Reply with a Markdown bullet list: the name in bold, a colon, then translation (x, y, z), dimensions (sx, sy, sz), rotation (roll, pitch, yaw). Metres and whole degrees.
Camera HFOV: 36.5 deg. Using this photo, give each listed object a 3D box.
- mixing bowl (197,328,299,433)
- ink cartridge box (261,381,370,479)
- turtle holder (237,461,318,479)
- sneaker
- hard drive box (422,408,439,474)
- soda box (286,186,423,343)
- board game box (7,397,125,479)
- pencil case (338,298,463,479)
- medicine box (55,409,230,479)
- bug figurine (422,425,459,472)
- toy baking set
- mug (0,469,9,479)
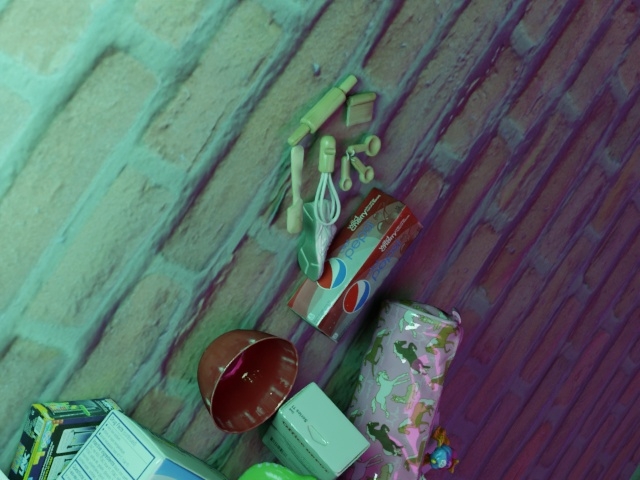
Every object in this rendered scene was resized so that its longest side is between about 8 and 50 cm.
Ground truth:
- **mixing bowl**: translation (-0.135, 0.215, 1.596), dimensions (0.181, 0.098, 0.181), rotation (-27, 132, -34)
- **ink cartridge box**: translation (-0.012, 0.357, 1.720), dimensions (0.087, 0.153, 0.208), rotation (-38, 169, -25)
- **turtle holder**: translation (-0.133, 0.543, 1.686), dimensions (0.320, 0.227, 0.243), rotation (-42, 158, -26)
- **sneaker**: translation (0.000, 0.000, 1.631), dimensions (0.061, 0.053, 0.152), rotation (-24, 131, -39)
- **hard drive box**: translation (0.142, 0.457, 2.071), dimensions (0.232, 0.089, 0.181), rotation (-27, 133, -32)
- **soda box**: translation (0.061, 0.043, 1.702), dimensions (0.263, 0.083, 0.092), rotation (-53, 143, -6)
- **board game box**: translation (-0.382, 0.320, 1.444), dimensions (0.141, 0.048, 0.170), rotation (5, 112, -51)
- **pencil case**: translation (0.152, 0.300, 1.857), dimensions (0.167, 0.160, 0.386), rotation (14, 91, -32)
- **medicine box**: translation (-0.283, 0.446, 1.456), dimensions (0.289, 0.149, 0.263), rotation (-51, 136, -7)
- **bug figurine**: translation (0.213, 0.504, 1.992), dimensions (0.279, 0.072, 0.216), rotation (-63, 165, 14)
- **toy baking set**: translation (0.021, -0.133, 1.547), dimensions (0.256, 0.030, 0.197), rotation (-45, 131, -27)
- **mug**: translation (-0.527, 0.437, 1.223), dimensions (0.328, 0.276, 0.374), rotation (-38, 169, -11)
